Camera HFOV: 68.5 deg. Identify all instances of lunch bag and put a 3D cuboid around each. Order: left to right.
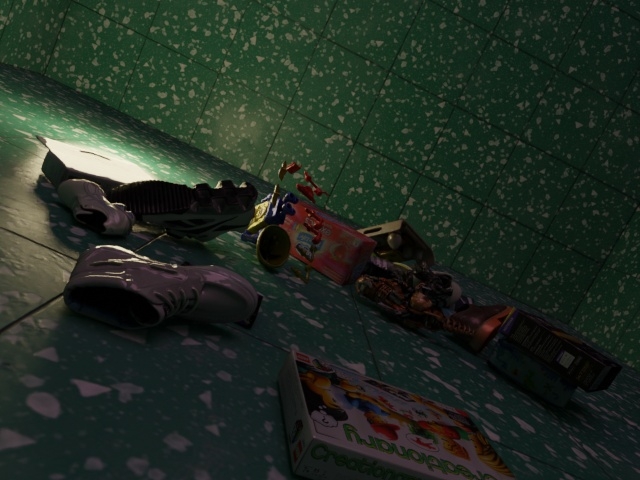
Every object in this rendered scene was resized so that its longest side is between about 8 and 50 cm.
[{"bbox_3d":[0.574,0.349,1.280,0.218,0.090,0.176,32,8,26],"label":"lunch bag"}]

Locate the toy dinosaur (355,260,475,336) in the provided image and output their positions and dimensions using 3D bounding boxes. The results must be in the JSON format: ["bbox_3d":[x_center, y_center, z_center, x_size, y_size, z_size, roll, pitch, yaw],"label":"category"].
[{"bbox_3d":[0.255,0.183,1.297,0.322,0.164,0.218,46,27,8],"label":"toy dinosaur"}]

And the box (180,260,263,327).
[{"bbox_3d":[-0.183,0.092,0.821,0.162,0.029,0.116,27,8,-5],"label":"box"}]

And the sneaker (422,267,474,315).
[{"bbox_3d":[0.453,0.202,1.722,0.153,0.099,0.282,17,18,-20],"label":"sneaker"}]

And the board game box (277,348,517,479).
[{"bbox_3d":[0.098,0.253,0.604,0.305,0.053,0.193,24,10,-16],"label":"board game box"}]

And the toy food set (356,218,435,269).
[{"bbox_3d":[0.263,0.037,1.741,0.219,0.093,0.306,-14,-35,32],"label":"toy food set"}]

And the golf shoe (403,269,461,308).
[{"bbox_3d":[0.380,0.153,1.483,0.272,0.105,0.120,15,-21,-39],"label":"golf shoe"}]

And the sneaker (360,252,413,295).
[{"bbox_3d":[0.189,0.107,1.582,0.299,0.111,0.121,23,13,34],"label":"sneaker"}]

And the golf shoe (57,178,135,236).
[{"bbox_3d":[-0.440,-0.065,0.886,0.176,0.069,0.086,27,15,11],"label":"golf shoe"}]

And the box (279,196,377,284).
[{"bbox_3d":[0.000,0.000,1.460,0.299,0.154,0.142,31,11,22],"label":"box"}]

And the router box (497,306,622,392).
[{"bbox_3d":[0.643,0.291,1.251,0.308,0.081,0.243,20,13,-49],"label":"router box"}]

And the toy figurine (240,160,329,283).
[{"bbox_3d":[-0.134,-0.026,1.330,0.191,0.217,0.363,37,46,-31],"label":"toy figurine"}]

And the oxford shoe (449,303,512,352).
[{"bbox_3d":[0.504,0.239,1.475,0.132,0.130,0.363,35,17,26],"label":"oxford shoe"}]

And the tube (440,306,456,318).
[{"bbox_3d":[0.470,0.269,1.551,0.207,0.052,0.080,17,38,-39],"label":"tube"}]

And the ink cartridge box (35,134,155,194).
[{"bbox_3d":[-0.537,-0.159,1.161,0.238,0.060,0.275,32,11,38],"label":"ink cartridge box"}]

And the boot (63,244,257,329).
[{"bbox_3d":[-0.208,0.085,0.643,0.258,0.095,0.123,14,18,-18],"label":"boot"}]

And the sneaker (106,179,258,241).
[{"bbox_3d":[-0.312,-0.051,1.069,0.330,0.146,0.123,0,44,-17],"label":"sneaker"}]
